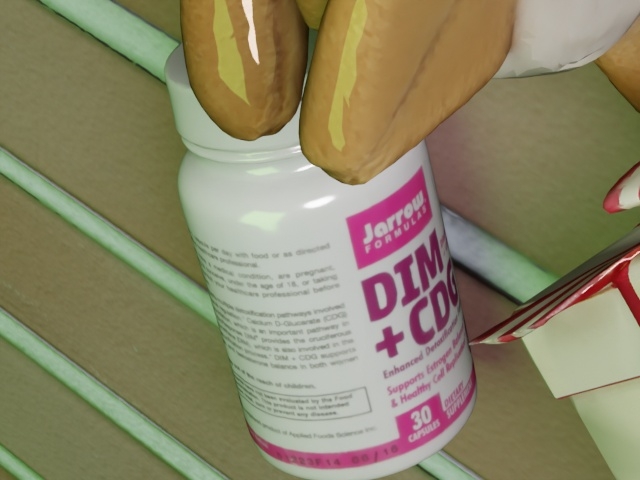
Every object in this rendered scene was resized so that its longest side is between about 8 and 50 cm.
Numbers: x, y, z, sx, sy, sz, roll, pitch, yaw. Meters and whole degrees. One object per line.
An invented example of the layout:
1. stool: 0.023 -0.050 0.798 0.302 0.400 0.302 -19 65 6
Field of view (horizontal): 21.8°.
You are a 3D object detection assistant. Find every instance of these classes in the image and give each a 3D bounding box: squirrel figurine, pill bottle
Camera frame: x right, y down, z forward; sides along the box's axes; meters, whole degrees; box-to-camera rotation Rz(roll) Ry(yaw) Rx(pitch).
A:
1. squirrel figurine: 0.006 -0.250 0.814 0.370 0.281 0.397 30 126 43
2. pill bottle: 0.000 0.000 1.064 0.160 0.160 0.283 13 130 41

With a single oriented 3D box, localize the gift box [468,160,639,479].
1. gift box: 0.245 0.050 0.740 0.276 0.255 0.258 -27 93 56
